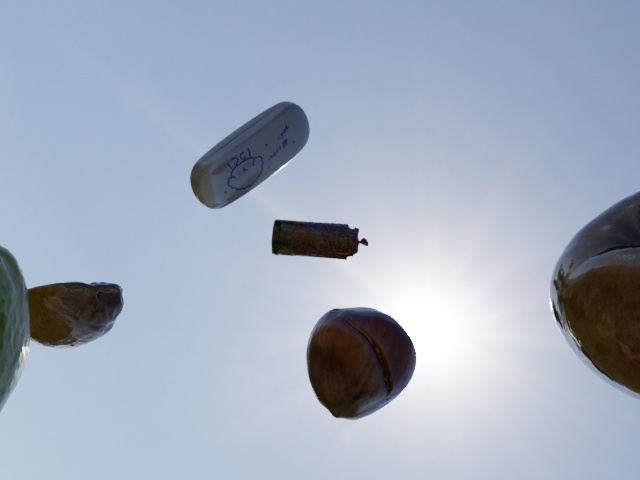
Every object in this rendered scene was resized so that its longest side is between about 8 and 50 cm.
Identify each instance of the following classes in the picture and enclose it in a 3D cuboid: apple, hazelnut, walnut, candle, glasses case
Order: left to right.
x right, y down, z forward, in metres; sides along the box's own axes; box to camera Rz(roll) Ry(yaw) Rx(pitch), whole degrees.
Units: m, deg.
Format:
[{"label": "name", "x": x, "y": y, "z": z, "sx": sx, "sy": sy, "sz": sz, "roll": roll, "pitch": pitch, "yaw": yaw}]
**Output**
[{"label": "walnut", "x": -0.401, "y": 0.126, "z": 2.034, "sx": 0.167, "sy": 0.211, "sz": 0.087, "roll": -21, "pitch": -105, "yaw": 28}, {"label": "glasses case", "x": -0.093, "y": -0.116, "z": 1.737, "sx": 0.049, "sy": 0.197, "sz": 0.076, "roll": 25, "pitch": -36, "yaw": 45}, {"label": "candle", "x": 0.000, "y": 0.000, "z": 1.741, "sx": 0.052, "sy": 0.131, "sz": 0.052, "roll": 5, "pitch": 90, "yaw": -88}, {"label": "hazelnut", "x": 0.053, "y": 0.183, "z": 1.958, "sx": 0.182, "sy": 0.182, "sz": 0.182, "roll": 41, "pitch": -32, "yaw": 33}, {"label": "apple", "x": 0.362, "y": 0.055, "z": 1.271, "sx": 0.261, "sy": 0.261, "sz": 0.194, "roll": 10, "pitch": -43, "yaw": 57}]

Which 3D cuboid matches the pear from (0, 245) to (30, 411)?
[{"label": "pear", "x": -0.566, "y": 0.120, "z": 1.727, "sx": 0.391, "sy": 0.391, "sz": 0.391, "roll": 41, "pitch": -32, "yaw": 33}]
